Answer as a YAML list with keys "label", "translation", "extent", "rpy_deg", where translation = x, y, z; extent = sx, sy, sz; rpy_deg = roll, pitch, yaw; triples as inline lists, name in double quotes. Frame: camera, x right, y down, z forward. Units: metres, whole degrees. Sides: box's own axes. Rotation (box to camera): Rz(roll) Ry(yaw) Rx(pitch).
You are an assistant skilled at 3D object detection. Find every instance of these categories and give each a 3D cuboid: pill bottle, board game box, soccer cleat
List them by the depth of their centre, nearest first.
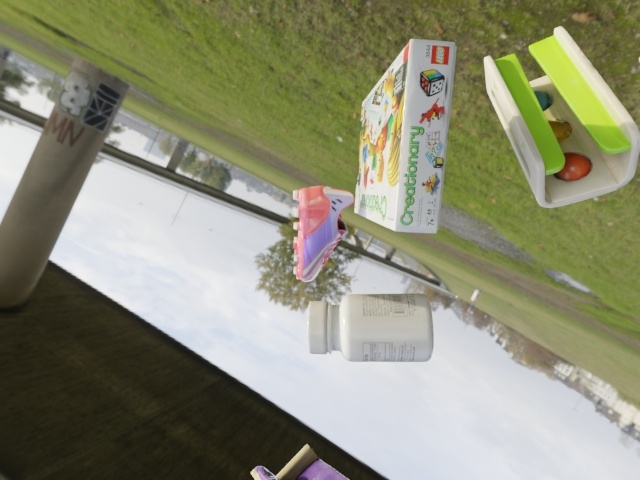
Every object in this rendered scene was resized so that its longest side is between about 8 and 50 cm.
- label: "board game box"
  translation: [0.098, -0.122, 0.557]
  extent: [0.053, 0.192, 0.305]
  rpy_deg: [3, -173, -3]
- label: "soccer cleat"
  translation: [0.000, 0.000, 0.697]
  extent: [0.095, 0.083, 0.248]
  rpy_deg: [-1, 145, -3]
- label: "pill bottle"
  translation: [0.093, 0.169, 0.786]
  extent: [0.229, 0.131, 0.131]
  rpy_deg: [-1, -179, 5]

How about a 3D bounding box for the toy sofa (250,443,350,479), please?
- label: "toy sofa"
  translation: [-0.006, 0.545, 0.853]
  extent: [0.177, 0.150, 0.362]
  rpy_deg: [54, 154, -2]

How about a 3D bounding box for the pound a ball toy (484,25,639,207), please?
- label: "pound a ball toy"
  translation: [0.402, -0.183, 0.614]
  extent: [0.136, 0.208, 0.319]
  rpy_deg: [49, -151, -49]
